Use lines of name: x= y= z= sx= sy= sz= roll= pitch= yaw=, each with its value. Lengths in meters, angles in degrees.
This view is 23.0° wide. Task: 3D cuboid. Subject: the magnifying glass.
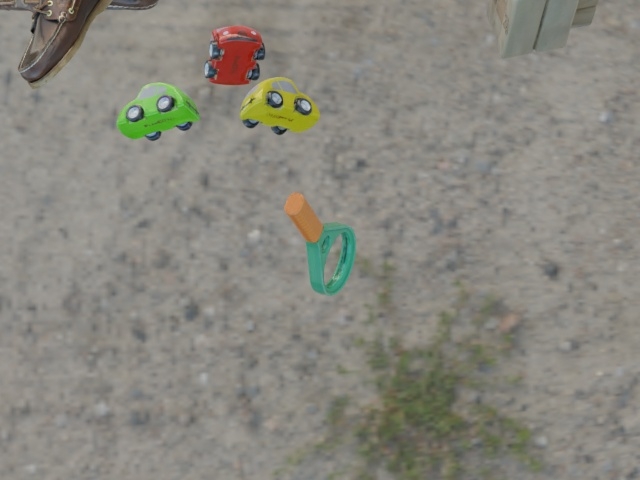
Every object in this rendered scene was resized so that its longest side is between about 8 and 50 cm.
magnifying glass: x=0.000 y=0.000 z=1.911 sx=0.026 sy=0.231 sz=0.092 roll=17 pitch=74 yaw=23

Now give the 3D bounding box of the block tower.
block tower: x=0.159 y=-0.327 z=1.397 sx=0.097 sy=0.091 sz=0.335 roll=96 pitch=161 yaw=-63

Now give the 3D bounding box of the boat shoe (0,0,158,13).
boat shoe: x=-0.354 y=-0.347 z=2.213 sx=0.342 sy=0.123 sz=0.123 roll=13 pitch=120 yaw=30

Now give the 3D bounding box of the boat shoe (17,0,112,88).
boat shoe: x=-0.322 y=-0.278 z=1.940 sx=0.073 sy=0.073 sz=0.207 roll=-11 pitch=42 yaw=39

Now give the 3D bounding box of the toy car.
toy car: x=-0.138 y=-0.176 z=1.859 sx=0.225 sy=0.239 sz=0.053 roll=-15 pitch=64 yaw=16
